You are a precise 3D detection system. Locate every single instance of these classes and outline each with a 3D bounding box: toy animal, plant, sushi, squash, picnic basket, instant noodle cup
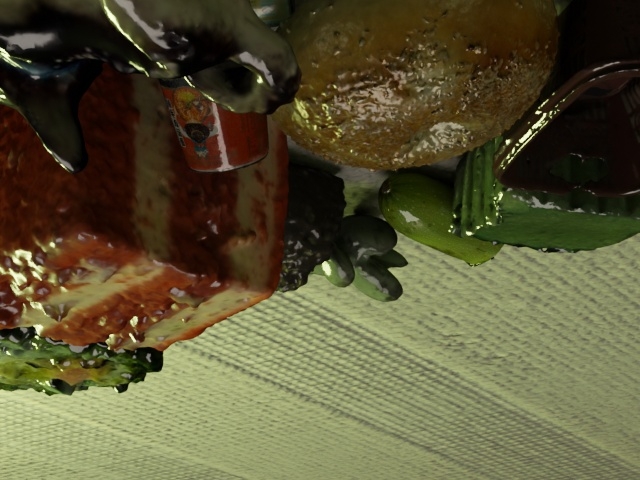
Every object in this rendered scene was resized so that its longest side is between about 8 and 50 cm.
[{"bbox_3d":[-0.206,-0.192,1.409,0.344,0.194,0.302,-12,133,36],"label":"toy animal"},{"bbox_3d":[-0.001,0.001,2.007,0.149,0.146,0.275,-23,149,36],"label":"plant"},{"bbox_3d":[-0.402,0.110,2.210,0.352,0.178,0.294,9,157,-18],"label":"sushi"},{"bbox_3d":[0.144,-0.036,2.007,0.188,0.095,0.095,21,149,-33],"label":"squash"},{"bbox_3d":[0.314,-0.162,1.661,0.223,0.129,0.297,5,157,-17],"label":"picnic basket"},{"bbox_3d":[-0.107,-0.146,1.612,0.127,0.135,0.127,-8,-159,3],"label":"instant noodle cup"}]

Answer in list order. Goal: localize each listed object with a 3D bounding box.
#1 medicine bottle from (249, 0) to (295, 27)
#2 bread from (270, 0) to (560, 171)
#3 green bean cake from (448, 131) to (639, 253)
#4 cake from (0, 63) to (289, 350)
[{"bbox_3d":[-0.136,-0.231,1.559,0.218,0.073,0.074,-6,156,6],"label":"medicine bottle"},{"bbox_3d":[0.091,-0.164,1.547,0.306,0.158,0.305,-16,165,-4],"label":"bread"},{"bbox_3d":[0.276,-0.058,1.895,0.223,0.124,0.227,4,164,-12],"label":"green bean cake"},{"bbox_3d":[-0.217,-0.041,1.750,0.320,0.270,0.269,16,152,-38],"label":"cake"}]
